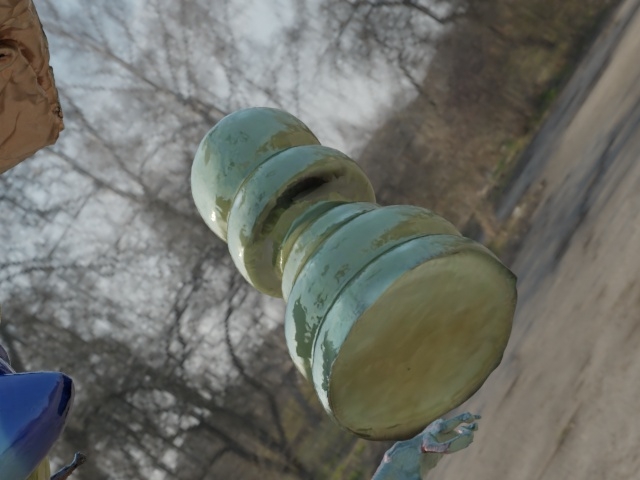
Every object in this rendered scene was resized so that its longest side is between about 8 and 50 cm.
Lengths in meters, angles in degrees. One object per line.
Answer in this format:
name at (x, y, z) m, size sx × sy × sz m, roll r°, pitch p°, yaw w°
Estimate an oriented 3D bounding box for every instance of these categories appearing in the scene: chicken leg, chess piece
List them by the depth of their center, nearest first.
chess piece at (0.000, 0.000, 0.944) m, size 0.182 × 0.330 × 0.182 m, roll -19°, pitch -49°, yaw -24°
chicken leg at (-0.370, 0.344, 1.479) m, size 0.145 × 0.037 × 0.062 m, roll -46°, pitch 1°, yaw 10°

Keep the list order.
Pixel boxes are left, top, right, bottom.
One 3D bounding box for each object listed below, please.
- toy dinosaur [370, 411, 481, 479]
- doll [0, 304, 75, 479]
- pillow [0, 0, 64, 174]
toy dinosaur at (0.087, 0.241, 1.157) m, size 0.242 × 0.053 × 0.167 m, roll -33°, pitch 11°, yaw -33°
doll at (-0.285, 0.222, 0.878) m, size 0.187 × 0.366 × 0.376 m, roll -17°, pitch 20°, yaw -28°
pillow at (-0.161, -0.067, 0.416) m, size 0.126 × 0.043 × 0.232 m, roll -29°, pitch -15°, yaw -17°
